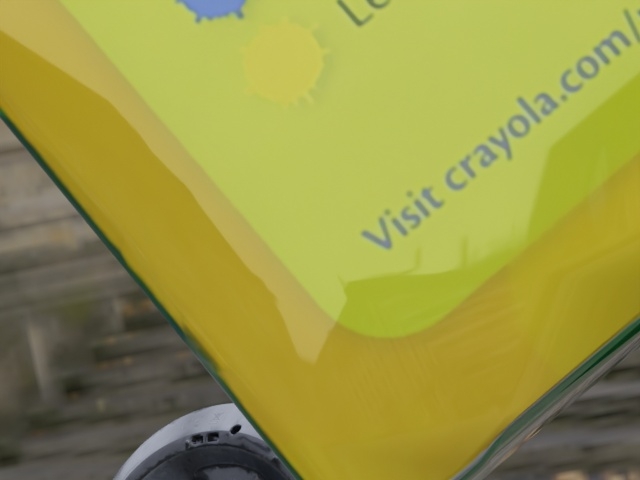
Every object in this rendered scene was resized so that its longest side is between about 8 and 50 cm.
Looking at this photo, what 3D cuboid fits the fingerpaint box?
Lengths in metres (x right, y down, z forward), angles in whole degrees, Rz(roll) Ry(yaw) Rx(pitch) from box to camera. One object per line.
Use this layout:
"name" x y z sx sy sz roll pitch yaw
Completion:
"fingerpaint box" 0.067 -0.211 0.441 0.445 0.371 0.163 -41 -9 -1

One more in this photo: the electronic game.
"electronic game" -0.060 0.213 1.159 0.229 0.229 0.048 -11 -21 32
